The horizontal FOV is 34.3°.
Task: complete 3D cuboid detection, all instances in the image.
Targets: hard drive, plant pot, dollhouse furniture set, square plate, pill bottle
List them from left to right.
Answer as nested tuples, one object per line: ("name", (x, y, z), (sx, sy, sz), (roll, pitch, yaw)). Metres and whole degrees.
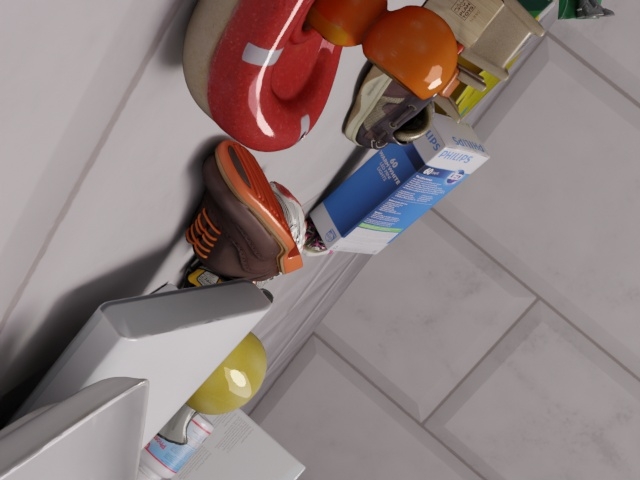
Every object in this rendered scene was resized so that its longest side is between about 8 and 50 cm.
("square plate", (-0.306, 0.259, 0.883), (0.344, 0.049, 0.347), (-32, 161, -27))
("hard drive", (-0.223, 0.180, 1.023), (0.353, 0.047, 0.233), (-48, 161, 24))
("pill bottle", (-0.275, 0.372, 1.884), (0.160, 0.087, 0.087), (-49, 173, -8))
("plant pot", (-0.150, 0.156, 1.407), (0.134, 0.134, 0.095), (-48, 148, -14))
("dollhouse furniture set", (0.209, -0.296, 1.357), (0.262, 0.135, 0.259), (-52, -175, 16))

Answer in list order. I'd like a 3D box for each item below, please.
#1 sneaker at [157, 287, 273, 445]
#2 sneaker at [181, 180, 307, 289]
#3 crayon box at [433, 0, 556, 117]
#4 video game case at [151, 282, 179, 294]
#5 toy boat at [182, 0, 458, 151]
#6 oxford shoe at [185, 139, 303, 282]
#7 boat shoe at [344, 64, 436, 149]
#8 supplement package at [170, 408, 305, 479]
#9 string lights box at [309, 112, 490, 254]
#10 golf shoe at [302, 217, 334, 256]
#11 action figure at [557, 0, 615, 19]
("sneaker", (-0.157, 0.182, 1.527), (0.271, 0.108, 0.100), (-50, 172, -15))
("sneaker", (-0.095, 0.032, 1.176), (0.225, 0.088, 0.092), (-57, 163, 23))
("crayon box", (0.246, -0.285, 1.697), (0.318, 0.081, 0.202), (-45, 171, -43))
("video game case", (-0.226, 0.124, 1.109), (0.143, 0.019, 0.157), (-54, 172, 28))
("toy boat", (0.020, -0.144, 0.657), (0.231, 0.151, 0.151), (-55, 172, 36))
("oxford shoe", (-0.083, -0.010, 1.002), (0.098, 0.097, 0.271), (-24, 159, -2))
("boat shoe", (0.098, -0.165, 1.327), (0.103, 0.092, 0.285), (-48, 173, -13))
("supplement package", (-0.196, 0.467, 2.171), (0.199, 0.262, 0.198), (-48, 173, -13))
("string lights box", (0.122, -0.084, 1.616), (0.259, 0.077, 0.133), (-42, 152, 28))
("golf shoe", (0.000, 0.000, 1.714), (0.086, 0.067, 0.186), (-51, 174, 24))
("action figure", (0.322, -0.386, 1.253), (0.137, 0.063, 0.232), (-21, 108, -59))
